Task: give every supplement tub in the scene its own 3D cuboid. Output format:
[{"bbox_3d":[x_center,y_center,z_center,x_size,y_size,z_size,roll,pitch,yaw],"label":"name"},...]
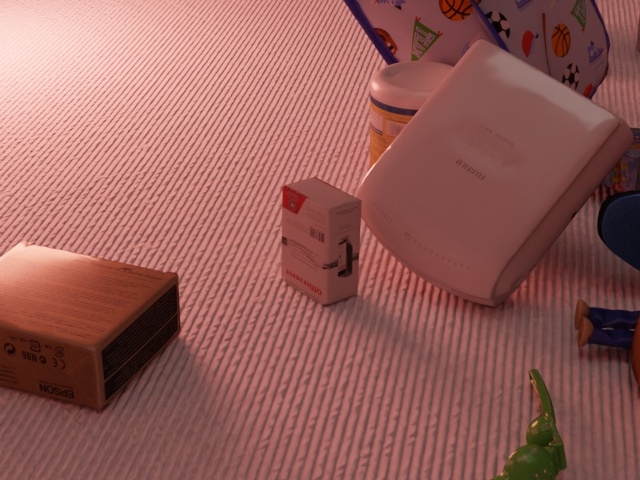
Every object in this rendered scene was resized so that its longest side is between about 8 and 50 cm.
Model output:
[{"bbox_3d":[0.142,-0.144,1.859,0.144,0.199,0.144,0,27,0],"label":"supplement tub"}]

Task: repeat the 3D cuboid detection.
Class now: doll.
[{"bbox_3d":[0.400,0.110,1.528,0.189,0.046,0.129,4,32,1],"label":"doll"}]

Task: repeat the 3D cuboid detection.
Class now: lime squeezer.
[{"bbox_3d":[0.206,0.221,1.333,0.110,0.058,0.310,-19,14,40],"label":"lime squeezer"}]

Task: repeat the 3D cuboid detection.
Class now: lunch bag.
[{"bbox_3d":[0.264,-0.322,1.988,0.239,0.385,0.328,-28,14,46],"label":"lunch bag"}]

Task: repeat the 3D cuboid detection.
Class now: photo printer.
[{"bbox_3d":[0.212,-0.082,1.676,0.256,0.107,0.307,37,83,27],"label":"photo printer"}]

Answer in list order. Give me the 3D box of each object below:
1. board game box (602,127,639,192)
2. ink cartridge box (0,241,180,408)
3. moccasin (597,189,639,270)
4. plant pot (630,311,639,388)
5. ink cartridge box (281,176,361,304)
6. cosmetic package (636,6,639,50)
[{"bbox_3d":[0.436,-0.122,1.915,0.194,0.060,0.194,6,17,22],"label":"board game box"},{"bbox_3d":[-0.311,0.096,1.534,0.235,0.088,0.193,10,28,22],"label":"ink cartridge box"},{"bbox_3d":[0.517,0.003,1.672,0.342,0.137,0.117,13,19,-6],"label":"moccasin"},{"bbox_3d":[0.456,0.045,1.363,0.237,0.254,0.237,-4,44,4],"label":"plant pot"},{"bbox_3d":[0.000,0.000,1.658,0.056,0.135,0.099,-18,32,-35],"label":"ink cartridge box"},{"bbox_3d":[0.705,-0.432,2.371,0.138,0.224,0.224,-14,30,-19],"label":"cosmetic package"}]
